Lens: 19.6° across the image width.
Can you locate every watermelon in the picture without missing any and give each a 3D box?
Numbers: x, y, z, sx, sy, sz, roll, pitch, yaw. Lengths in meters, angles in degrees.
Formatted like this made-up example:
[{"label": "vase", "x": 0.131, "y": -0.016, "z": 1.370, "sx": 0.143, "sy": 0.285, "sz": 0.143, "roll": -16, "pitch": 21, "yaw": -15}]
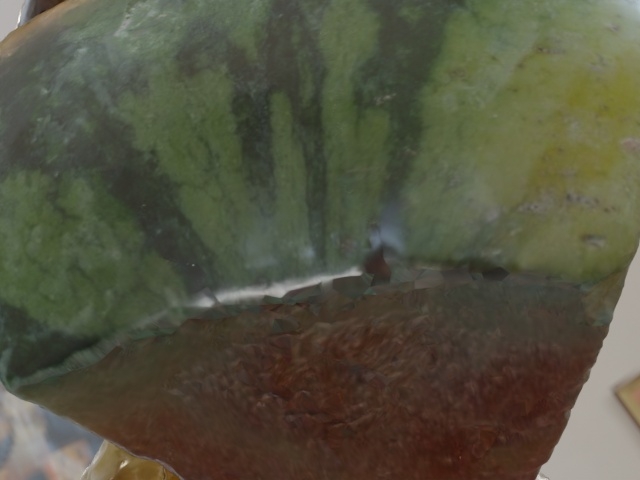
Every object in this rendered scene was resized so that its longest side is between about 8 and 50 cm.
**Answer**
[{"label": "watermelon", "x": 0.000, "y": 0.000, "z": 0.681, "sx": 0.261, "sy": 0.213, "sz": 0.201, "roll": -6, "pitch": -54, "yaw": 6}]

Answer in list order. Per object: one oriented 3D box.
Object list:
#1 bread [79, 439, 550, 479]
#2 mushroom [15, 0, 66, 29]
[{"label": "bread", "x": 0.009, "y": 0.289, "z": 1.112, "sx": 0.390, "sy": 0.371, "sz": 0.279, "roll": -62, "pitch": -18, "yaw": 16}, {"label": "mushroom", "x": -0.002, "y": -0.092, "z": 0.823, "sx": 0.227, "sy": 0.217, "sz": 0.148, "roll": -46, "pitch": -19, "yaw": -24}]
